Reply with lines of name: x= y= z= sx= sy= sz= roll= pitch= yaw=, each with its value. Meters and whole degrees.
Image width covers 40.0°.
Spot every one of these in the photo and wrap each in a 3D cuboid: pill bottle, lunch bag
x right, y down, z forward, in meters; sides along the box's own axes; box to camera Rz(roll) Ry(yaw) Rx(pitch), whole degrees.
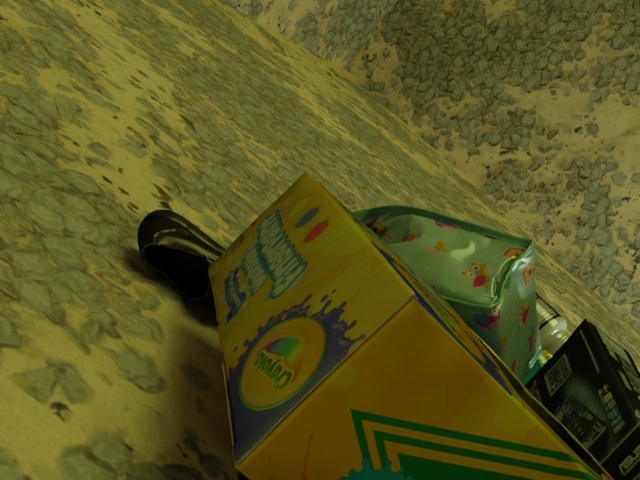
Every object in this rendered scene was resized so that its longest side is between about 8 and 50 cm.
pill bottle: x=0.439 y=0.174 z=1.821 sx=0.193 sy=0.108 sz=0.108 roll=47 pitch=18 yaw=28
lunch bag: x=0.133 y=0.083 z=1.125 sx=0.262 sy=0.160 sz=0.223 roll=15 pitch=-40 yaw=29

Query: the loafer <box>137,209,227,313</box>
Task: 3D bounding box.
loafer: x=-0.120 y=0.053 z=1.006 sx=0.220 sy=0.080 sz=0.078 roll=31 pitch=26 yaw=-8

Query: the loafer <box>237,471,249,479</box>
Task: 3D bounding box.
loafer: x=0.015 y=0.262 z=0.726 sx=0.078 sy=0.076 sz=0.223 roll=-25 pitch=61 yaw=-33

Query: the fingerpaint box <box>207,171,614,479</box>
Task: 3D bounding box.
fingerpaint box: x=0.092 y=0.151 z=0.776 sx=0.371 sy=0.163 sz=0.445 roll=45 pitch=3 yaw=-16

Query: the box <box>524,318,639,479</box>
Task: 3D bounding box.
box: x=0.277 y=0.248 z=1.012 sx=0.076 sy=0.242 sz=0.307 roll=38 pitch=16 yaw=-3

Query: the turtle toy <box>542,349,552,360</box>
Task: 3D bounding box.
turtle toy: x=0.453 y=0.267 z=1.668 sx=0.130 sy=0.066 sz=0.095 roll=24 pitch=21 yaw=-43

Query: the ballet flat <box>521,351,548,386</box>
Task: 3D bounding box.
ballet flat: x=0.318 y=0.262 z=1.334 sx=0.409 sy=0.147 sz=0.147 roll=48 pitch=18 yaw=23
